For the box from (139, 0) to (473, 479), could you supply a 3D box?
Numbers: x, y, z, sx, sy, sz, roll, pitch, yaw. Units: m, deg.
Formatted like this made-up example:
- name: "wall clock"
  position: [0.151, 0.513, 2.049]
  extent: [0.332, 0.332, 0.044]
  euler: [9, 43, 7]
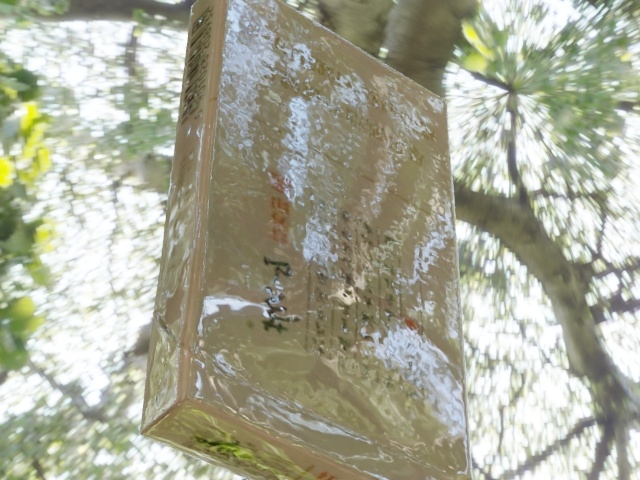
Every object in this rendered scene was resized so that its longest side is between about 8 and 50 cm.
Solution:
- name: "box"
  position: [0.000, 0.001, 0.919]
  extent: [0.205, 0.365, 0.051]
  euler: [28, -50, -26]
